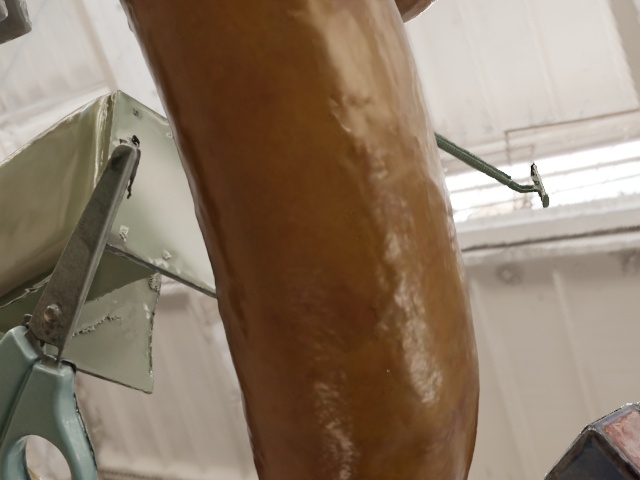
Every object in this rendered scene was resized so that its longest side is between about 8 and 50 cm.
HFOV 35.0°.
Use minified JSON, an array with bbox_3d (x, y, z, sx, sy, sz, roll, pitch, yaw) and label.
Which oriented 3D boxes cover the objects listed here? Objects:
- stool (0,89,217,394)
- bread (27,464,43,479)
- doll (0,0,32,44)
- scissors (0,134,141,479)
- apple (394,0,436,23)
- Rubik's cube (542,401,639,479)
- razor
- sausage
[{"bbox_3d":[-0.194,0.018,1.036,0.243,0.269,0.170,-25,-129,35],"label":"stool"},{"bbox_3d":[-0.431,0.370,1.141,0.250,0.225,0.279,-2,-90,28],"label":"bread"},{"bbox_3d":[-0.178,-0.216,0.445,0.195,0.153,0.258,-109,178,-57],"label":"doll"},{"bbox_3d":[-0.203,0.070,0.772,0.191,0.029,0.360,36,-64,15],"label":"scissors"},{"bbox_3d":[0.077,-0.446,1.475,0.301,0.301,0.302,25,-51,35],"label":"apple"},{"bbox_3d":[0.462,0.416,1.311,0.362,0.358,0.363,50,-53,29],"label":"Rubik's cube"},{"bbox_3d":[0.221,-0.108,1.409,0.211,0.084,0.036,22,-59,-16],"label":"razor"},{"bbox_3d":[0.002,0.000,0.391,0.109,0.109,0.271,3,-68,45],"label":"sausage"}]
